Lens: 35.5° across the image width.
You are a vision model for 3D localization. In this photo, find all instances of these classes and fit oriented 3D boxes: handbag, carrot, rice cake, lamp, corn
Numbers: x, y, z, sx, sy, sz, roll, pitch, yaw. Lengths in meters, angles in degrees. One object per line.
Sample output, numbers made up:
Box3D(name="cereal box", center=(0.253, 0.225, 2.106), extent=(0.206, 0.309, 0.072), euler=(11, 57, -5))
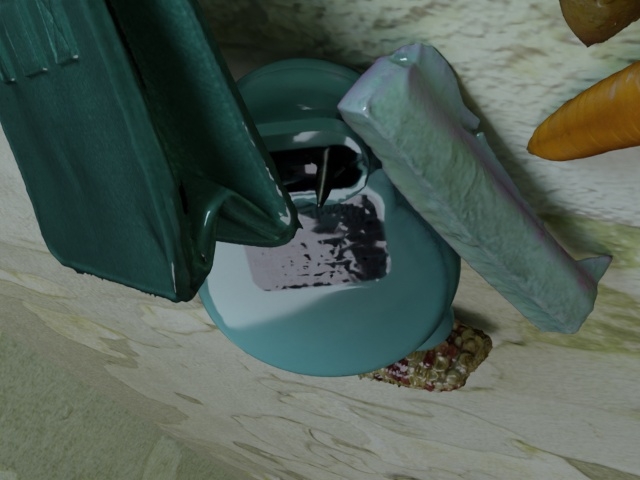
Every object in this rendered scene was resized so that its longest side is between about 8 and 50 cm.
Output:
Box3D(name="handbag", center=(-0.149, -0.092, 0.669), extent=(0.326, 0.089, 0.238), euler=(10, 124, 61))
Box3D(name="carrot", center=(0.193, -0.077, 0.535), extent=(0.271, 0.066, 0.062), euler=(-2, 102, 56))
Box3D(name="rice cake", center=(0.118, -0.028, 0.706), extent=(0.290, 0.081, 0.051), euler=(41, 172, -35))
Box3D(name="lamp", center=(0.000, -0.009, 0.764), extent=(0.209, 0.147, 0.284), euler=(-8, 144, 7))
Box3D(name="corn", center=(0.039, 0.094, 1.064), extent=(0.289, 0.098, 0.098), euler=(14, 157, 21))

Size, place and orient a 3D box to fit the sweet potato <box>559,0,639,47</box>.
Box3D(name="sweet potato", center=(0.136, -0.154, 0.414), extent=(0.068, 0.060, 0.206), euler=(-14, 154, -2))
